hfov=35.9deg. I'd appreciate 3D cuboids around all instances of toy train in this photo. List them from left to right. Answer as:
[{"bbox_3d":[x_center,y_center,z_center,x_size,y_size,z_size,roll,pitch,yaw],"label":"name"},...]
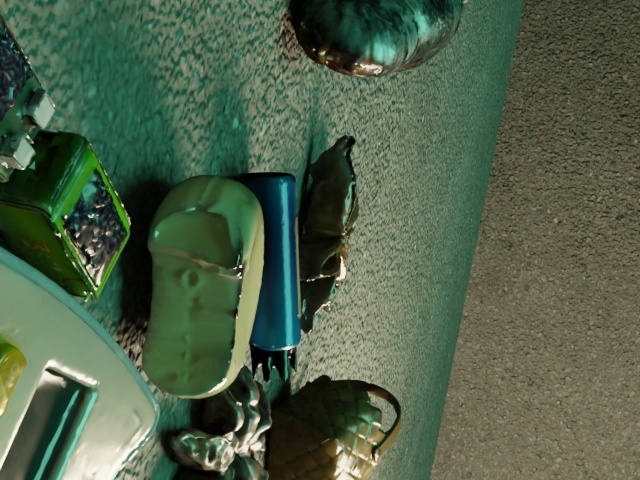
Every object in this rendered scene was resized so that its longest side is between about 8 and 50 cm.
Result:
[{"bbox_3d":[-0.147,-0.041,0.447,0.202,0.081,0.060,76,29,-57],"label":"toy train"}]

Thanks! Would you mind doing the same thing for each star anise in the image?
[{"bbox_3d":[-0.084,0.191,0.890,0.195,0.065,0.182,40,57,-64],"label":"star anise"},{"bbox_3d":[0.002,0.006,1.093,0.171,0.063,0.208,83,19,-61],"label":"star anise"}]

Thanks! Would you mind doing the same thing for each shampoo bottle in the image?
[{"bbox_3d":[-0.044,0.032,0.874,0.087,0.050,0.183,-152,-121,-75],"label":"shampoo bottle"}]

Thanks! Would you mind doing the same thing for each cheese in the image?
[{"bbox_3d":[-0.080,0.030,0.766,0.249,0.071,0.163,-51,150,-84],"label":"cheese"}]

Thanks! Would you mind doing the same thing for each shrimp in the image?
[{"bbox_3d":[0.088,-0.267,1.036,0.372,0.137,0.172,-55,168,-55],"label":"shrimp"}]

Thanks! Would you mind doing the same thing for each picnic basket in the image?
[{"bbox_3d":[0.021,0.224,1.173,0.178,0.128,0.137,-39,141,-53],"label":"picnic basket"}]

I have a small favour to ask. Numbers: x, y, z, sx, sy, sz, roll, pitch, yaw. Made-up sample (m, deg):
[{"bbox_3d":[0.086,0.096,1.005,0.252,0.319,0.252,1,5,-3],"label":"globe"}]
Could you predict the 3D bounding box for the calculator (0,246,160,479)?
[{"bbox_3d":[-0.194,0.116,0.405,0.386,0.054,0.256,58,51,-66],"label":"calculator"}]
